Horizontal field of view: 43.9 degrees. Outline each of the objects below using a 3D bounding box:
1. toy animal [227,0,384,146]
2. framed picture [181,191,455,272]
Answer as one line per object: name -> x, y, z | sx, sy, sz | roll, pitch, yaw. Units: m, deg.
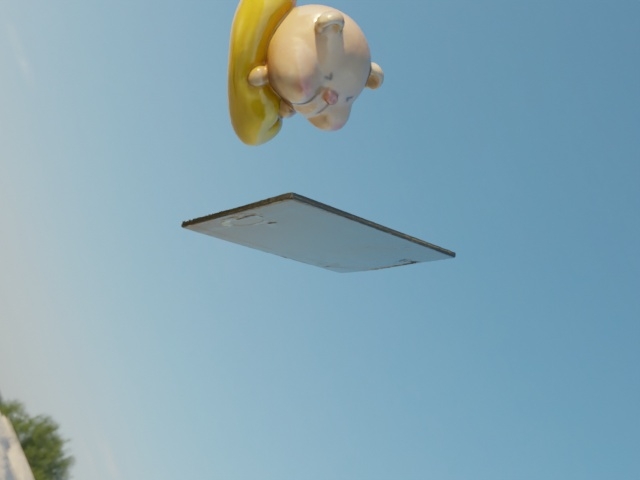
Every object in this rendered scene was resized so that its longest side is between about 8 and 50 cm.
toy animal -> -0.021, -0.283, 1.415 | 0.345, 0.246, 0.278 | 47, 56, -75
framed picture -> 0.000, 0.000, 1.143 | 0.244, 0.324, 0.013 | -12, -113, 46
